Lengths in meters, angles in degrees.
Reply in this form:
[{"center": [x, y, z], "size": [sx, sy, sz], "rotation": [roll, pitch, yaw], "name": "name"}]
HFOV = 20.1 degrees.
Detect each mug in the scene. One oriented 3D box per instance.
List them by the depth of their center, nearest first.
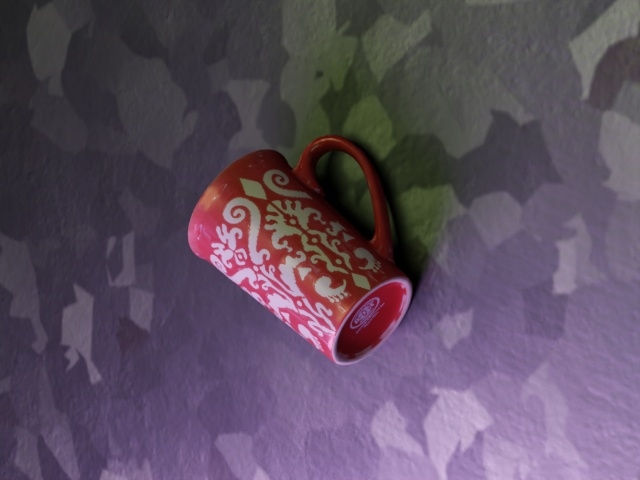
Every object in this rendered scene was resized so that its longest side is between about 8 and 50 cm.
[{"center": [-0.007, 0.003, 1.490], "size": [0.169, 0.113, 0.150], "rotation": [41, 120, 28], "name": "mug"}]
